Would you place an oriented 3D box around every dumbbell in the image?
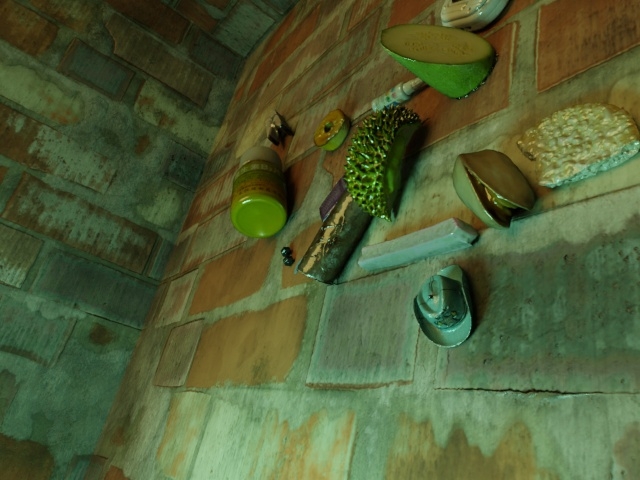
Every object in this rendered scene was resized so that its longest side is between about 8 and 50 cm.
[{"bbox_3d":[-0.119,0.057,1.731,0.040,0.036,0.083,-50,30,18],"label":"dumbbell"}]

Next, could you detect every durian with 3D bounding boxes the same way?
[{"bbox_3d":[0.173,-0.233,1.358,0.158,0.169,0.352,2,69,48],"label":"durian"}]

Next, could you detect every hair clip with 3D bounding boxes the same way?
[{"bbox_3d":[-0.214,-0.559,2.395,0.101,0.085,0.331,-51,23,15],"label":"hair clip"}]

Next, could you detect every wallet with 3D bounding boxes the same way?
[{"bbox_3d":[0.052,-0.145,1.633,0.166,0.030,0.111,-51,31,21],"label":"wallet"}]

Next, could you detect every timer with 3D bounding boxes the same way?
[{"bbox_3d":[0.468,-0.733,1.406,0.262,0.087,0.237,-60,27,2],"label":"timer"}]

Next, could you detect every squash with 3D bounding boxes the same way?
[{"bbox_3d":[0.313,-0.515,1.288,0.189,0.260,0.189,-42,31,33],"label":"squash"}]

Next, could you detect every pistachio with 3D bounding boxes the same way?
[{"bbox_3d":[0.351,-0.111,1.002,0.129,0.131,0.206,-56,32,28],"label":"pistachio"}]

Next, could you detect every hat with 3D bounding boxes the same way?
[{"bbox_3d":[0.248,0.124,1.013,0.138,0.078,0.191,-42,34,30],"label":"hat"}]

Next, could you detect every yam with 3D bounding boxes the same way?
[{"bbox_3d":[0.049,-0.005,1.418,0.279,0.131,0.131,-59,28,1],"label":"yam"}]

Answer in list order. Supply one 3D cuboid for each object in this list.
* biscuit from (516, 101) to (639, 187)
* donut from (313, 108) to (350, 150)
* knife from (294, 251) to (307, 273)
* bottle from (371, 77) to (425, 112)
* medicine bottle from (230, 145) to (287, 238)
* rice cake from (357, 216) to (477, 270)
[{"bbox_3d":[0.484,-0.181,0.936,0.188,0.040,0.265,-60,27,2],"label":"biscuit"},{"bbox_3d":[0.049,-0.418,1.853,0.162,0.065,0.178,-38,35,29],"label":"donut"},{"bbox_3d":[0.000,0.000,1.611,0.313,0.019,0.044,-51,32,23],"label":"knife"},{"bbox_3d":[0.254,-0.473,1.559,0.217,0.060,0.060,-18,50,54],"label":"bottle"},{"bbox_3d":[-0.248,-0.210,1.989,0.224,0.224,0.384,-44,32,29],"label":"medicine bottle"},{"bbox_3d":[0.220,0.015,1.174,0.365,0.073,0.056,-21,50,54],"label":"rice cake"}]
